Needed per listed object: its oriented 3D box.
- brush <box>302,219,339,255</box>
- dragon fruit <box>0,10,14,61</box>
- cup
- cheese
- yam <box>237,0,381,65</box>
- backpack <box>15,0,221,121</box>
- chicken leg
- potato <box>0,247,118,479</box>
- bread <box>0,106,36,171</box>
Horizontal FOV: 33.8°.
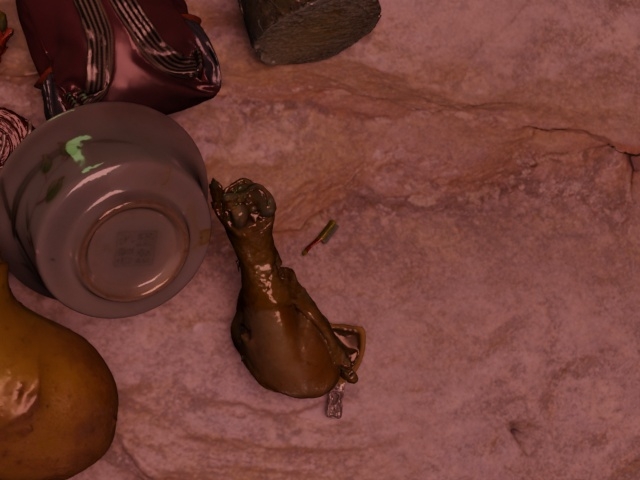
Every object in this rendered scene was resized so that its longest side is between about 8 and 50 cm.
[{"bbox_3d":[0.000,0.000,1.831,0.083,0.018,0.021,-47,111,-15],"label":"brush"},{"bbox_3d":[-0.522,-0.332,1.642,0.081,0.086,0.116,5,114,-30],"label":"dragon fruit"},{"bbox_3d":[-0.304,-0.019,1.582,0.347,0.163,0.347,-14,123,-22],"label":"cup"},{"bbox_3d":[0.030,0.226,1.823,0.086,0.036,0.163,8,85,-16],"label":"cheese"},{"bbox_3d":[-0.046,-0.482,1.730,0.241,0.241,0.348,-16,90,-17],"label":"yam"},{"bbox_3d":[-0.329,-0.328,1.648,0.283,0.197,0.317,-23,95,-15],"label":"backpack"},{"bbox_3d":[-0.077,0.078,1.683,0.152,0.201,0.429,-40,126,-37],"label":"chicken leg"},{"bbox_3d":[-0.448,0.175,1.570,0.295,0.290,0.397,1,93,-27],"label":"potato"},{"bbox_3d":[-0.509,-0.130,1.650,0.160,0.073,0.161,1,88,-18],"label":"bread"}]
